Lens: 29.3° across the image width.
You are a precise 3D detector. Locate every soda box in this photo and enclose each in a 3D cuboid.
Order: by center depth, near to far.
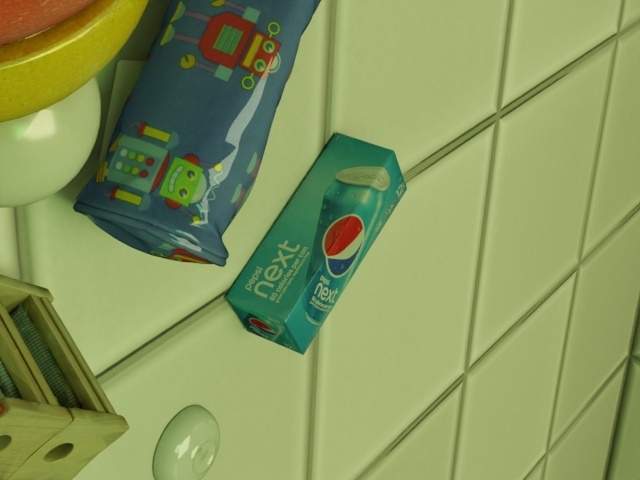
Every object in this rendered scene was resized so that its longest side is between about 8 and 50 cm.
[{"bbox_3d":[0.000,0.000,1.183,0.210,0.071,0.067,-57,150,-22],"label":"soda box"}]

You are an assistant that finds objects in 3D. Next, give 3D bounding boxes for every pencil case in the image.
[{"bbox_3d":[-0.074,-0.129,0.912,0.306,0.119,0.133,-68,-169,-11],"label":"pencil case"}]

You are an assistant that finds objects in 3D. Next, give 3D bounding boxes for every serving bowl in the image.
[{"bbox_3d":[-0.120,0.198,1.147,0.083,0.027,0.083,-37,137,-45],"label":"serving bowl"}]

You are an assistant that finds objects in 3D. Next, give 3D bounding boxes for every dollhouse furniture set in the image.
[{"bbox_3d":[-0.254,0.126,0.806,0.184,0.129,0.129,-42,153,11],"label":"dollhouse furniture set"}]

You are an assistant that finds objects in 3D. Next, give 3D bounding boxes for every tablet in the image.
[{"bbox_3d":[-0.144,-0.097,0.938,0.054,0.006,0.083,-9,114,-58],"label":"tablet"}]

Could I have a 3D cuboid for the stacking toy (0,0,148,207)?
[{"bbox_3d":[-0.188,-0.178,0.596,0.350,0.351,0.480,-53,167,-28],"label":"stacking toy"}]
